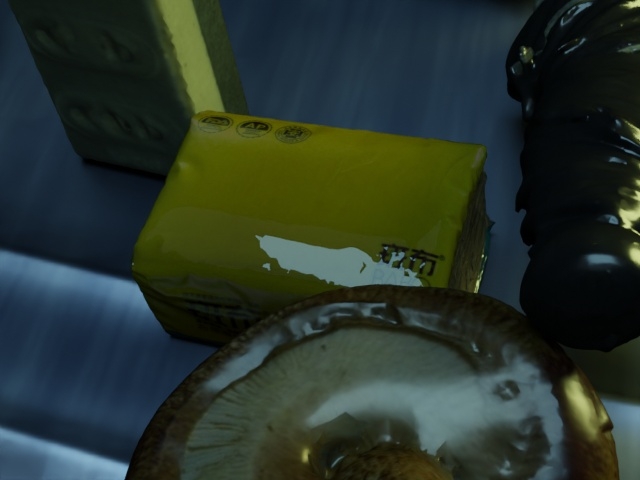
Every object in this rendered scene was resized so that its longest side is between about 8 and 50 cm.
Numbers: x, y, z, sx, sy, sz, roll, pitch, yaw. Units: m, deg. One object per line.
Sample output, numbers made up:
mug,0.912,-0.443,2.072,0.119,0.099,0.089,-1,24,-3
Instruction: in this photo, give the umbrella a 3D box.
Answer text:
umbrella,0.146,-0.061,0.627,0.113,0.106,0.358,8,37,10

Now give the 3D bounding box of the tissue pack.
tissue pack,0.000,0.000,0.648,0.169,0.082,0.120,10,55,16

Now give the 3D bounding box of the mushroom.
mushroom,0.019,0.126,0.516,0.231,0.138,0.194,-44,39,-23

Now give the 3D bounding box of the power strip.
power strip,-0.117,-0.137,0.664,0.105,0.257,0.070,12,55,19
